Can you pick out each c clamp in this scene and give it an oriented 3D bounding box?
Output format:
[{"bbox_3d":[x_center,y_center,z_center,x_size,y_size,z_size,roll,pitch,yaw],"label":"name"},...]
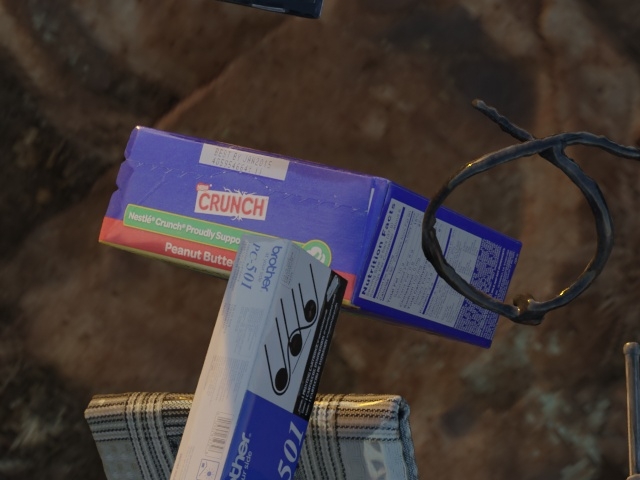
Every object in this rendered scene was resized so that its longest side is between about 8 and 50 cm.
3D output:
[{"bbox_3d":[0.129,0.134,0.736,0.022,0.161,0.137,2,66,10],"label":"c clamp"}]

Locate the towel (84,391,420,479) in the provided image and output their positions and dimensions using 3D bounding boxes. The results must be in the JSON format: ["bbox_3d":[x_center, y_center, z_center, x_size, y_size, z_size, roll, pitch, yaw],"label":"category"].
[{"bbox_3d":[-0.042,0.278,1.515,0.056,0.312,0.324,-37,120,-56],"label":"towel"}]

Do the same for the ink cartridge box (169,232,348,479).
[{"bbox_3d":[-0.045,0.109,1.337,0.097,0.046,0.207,35,68,-56],"label":"ink cartridge box"}]

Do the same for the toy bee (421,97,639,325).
[{"bbox_3d":[0.195,-0.059,0.629,0.298,0.195,0.162,18,34,-12],"label":"toy bee"}]

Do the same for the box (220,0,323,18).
[{"bbox_3d":[-0.066,-0.320,1.634,0.175,0.051,0.220,9,99,-5],"label":"box"}]

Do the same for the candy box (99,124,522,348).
[{"bbox_3d":[0.000,0.000,1.691,0.268,0.317,0.122,14,86,29],"label":"candy box"}]
